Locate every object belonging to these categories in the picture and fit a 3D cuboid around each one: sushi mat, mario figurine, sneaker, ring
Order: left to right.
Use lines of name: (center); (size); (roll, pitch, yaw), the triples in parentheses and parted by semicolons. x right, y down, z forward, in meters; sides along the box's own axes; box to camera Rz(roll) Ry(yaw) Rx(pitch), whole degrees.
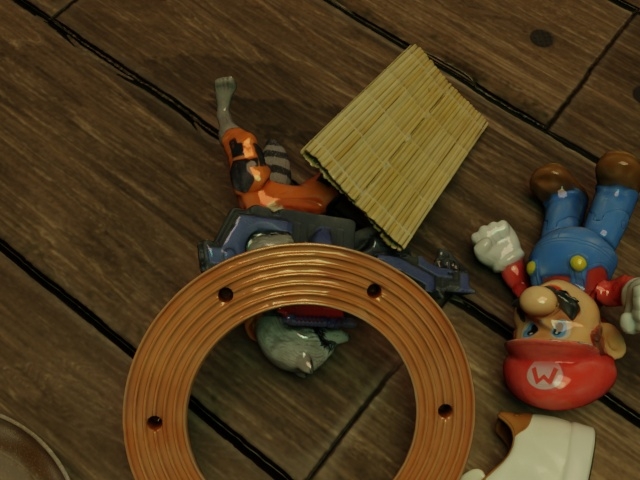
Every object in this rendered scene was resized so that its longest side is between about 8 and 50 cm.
ring: (-0.018, 0.167, 0.745); (0.337, 0.032, 0.336); (-1, 96, -5)
sushi mat: (0.101, -0.123, 0.919); (0.151, 0.019, 0.316); (47, 44, -7)
sneaker: (0.178, 0.300, 0.743); (0.123, 0.105, 0.290); (14, 53, 16)
mario figurine: (0.265, 0.029, 0.841); (0.170, 0.198, 0.320); (24, 57, -4)

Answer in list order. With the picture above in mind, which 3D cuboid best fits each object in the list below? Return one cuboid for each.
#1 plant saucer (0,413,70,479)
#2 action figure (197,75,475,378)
plant saucer: (-0.376, 0.312, 0.726); (0.311, 0.050, 0.310); (1, 60, -2)
action figure: (0.000, 0.000, 0.893); (0.342, 0.178, 0.330); (16, 63, -28)
